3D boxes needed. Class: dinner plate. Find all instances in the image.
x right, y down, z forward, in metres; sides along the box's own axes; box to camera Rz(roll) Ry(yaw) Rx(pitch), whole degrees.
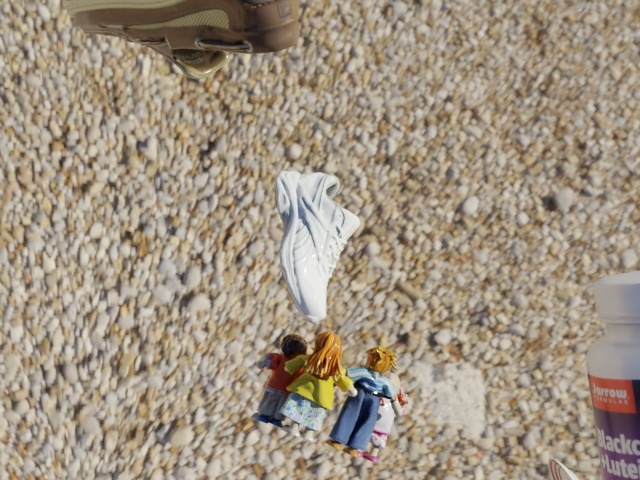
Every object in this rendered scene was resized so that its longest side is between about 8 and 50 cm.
[{"bbox_3d":[0.360,0.364,1.495,0.017,0.141,0.141,-25,81,-7],"label":"dinner plate"}]

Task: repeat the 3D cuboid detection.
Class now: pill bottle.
[{"bbox_3d":[0.250,0.120,0.772,0.108,0.108,0.194,-9,92,-15],"label":"pill bottle"}]

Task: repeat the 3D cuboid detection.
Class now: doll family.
[{"bbox_3d":[0.037,0.222,1.567,0.262,0.118,0.163,24,82,-22],"label":"doll family"}]

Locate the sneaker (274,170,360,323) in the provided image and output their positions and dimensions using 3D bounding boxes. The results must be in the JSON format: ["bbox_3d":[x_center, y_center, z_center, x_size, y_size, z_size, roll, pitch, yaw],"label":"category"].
[{"bbox_3d":[0.000,0.000,1.501,0.115,0.090,0.232,-8,69,5],"label":"sneaker"}]

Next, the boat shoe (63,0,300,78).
[{"bbox_3d":[-0.109,-0.164,0.803,0.095,0.257,0.095,-30,112,-31],"label":"boat shoe"}]
